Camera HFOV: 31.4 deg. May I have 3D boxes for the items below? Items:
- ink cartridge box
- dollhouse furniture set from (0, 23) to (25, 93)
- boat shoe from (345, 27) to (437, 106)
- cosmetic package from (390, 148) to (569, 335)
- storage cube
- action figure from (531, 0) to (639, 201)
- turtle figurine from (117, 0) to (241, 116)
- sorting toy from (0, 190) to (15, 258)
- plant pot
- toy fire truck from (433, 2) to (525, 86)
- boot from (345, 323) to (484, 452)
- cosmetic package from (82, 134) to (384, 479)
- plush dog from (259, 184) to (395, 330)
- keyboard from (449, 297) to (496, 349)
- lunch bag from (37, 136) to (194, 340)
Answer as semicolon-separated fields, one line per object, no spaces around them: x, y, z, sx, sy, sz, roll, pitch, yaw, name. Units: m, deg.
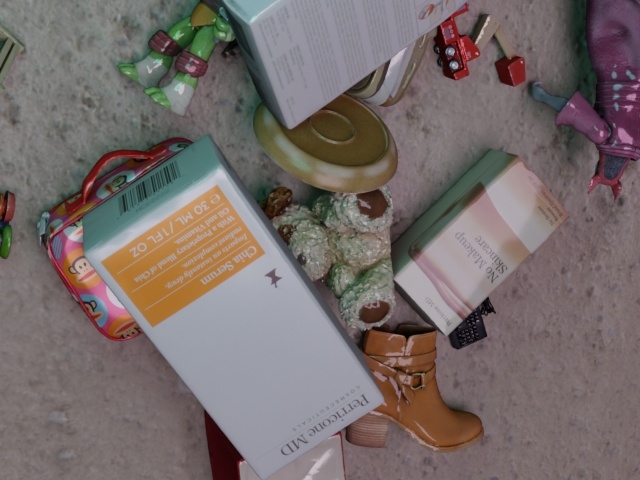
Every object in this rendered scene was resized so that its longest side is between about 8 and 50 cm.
0.058;-0.355;1.580;0.385;0.091;0.308;-38;158;-6;ink cartridge box
-0.532;-0.231;1.573;0.183;0.129;0.129;-32;120;24;dollhouse furniture set
0.129;-0.358;1.797;0.103;0.113;0.302;18;98;-47;boat shoe
0.254;0.001;1.935;0.296;0.129;0.153;-45;106;-2;cosmetic package
-0.075;0.379;1.907;0.183;0.193;0.215;-12;113;-18;storage cube
0.525;-0.249;1.908;0.248;0.275;0.370;3;93;-29;action figure
-0.193;-0.333;1.619;0.198;0.274;0.266;36;97;6;turtle figurine
-0.479;-0.024;1.679;0.042;0.061;0.102;7;82;-24;sorting toy
0.014;-0.165;1.741;0.236;0.236;0.032;3;136;-23;plant pot
0.257;-0.331;1.882;0.135;0.047;0.192;-25;114;-13;toy fire truck
0.182;0.257;2.033;0.283;0.109;0.220;6;101;-16;boot
-0.124;0.102;1.660;0.230;0.161;0.453;-34;115;2;cosmetic package
0.000;0.000;1.836;0.225;0.210;0.262;-4;114;-1;plush dog
0.262;0.104;2.038;0.100;0.038;0.192;-26;116;-13;keyboard
-0.271;-0.018;1.732;0.293;0.120;0.258;-32;116;-9;lunch bag
